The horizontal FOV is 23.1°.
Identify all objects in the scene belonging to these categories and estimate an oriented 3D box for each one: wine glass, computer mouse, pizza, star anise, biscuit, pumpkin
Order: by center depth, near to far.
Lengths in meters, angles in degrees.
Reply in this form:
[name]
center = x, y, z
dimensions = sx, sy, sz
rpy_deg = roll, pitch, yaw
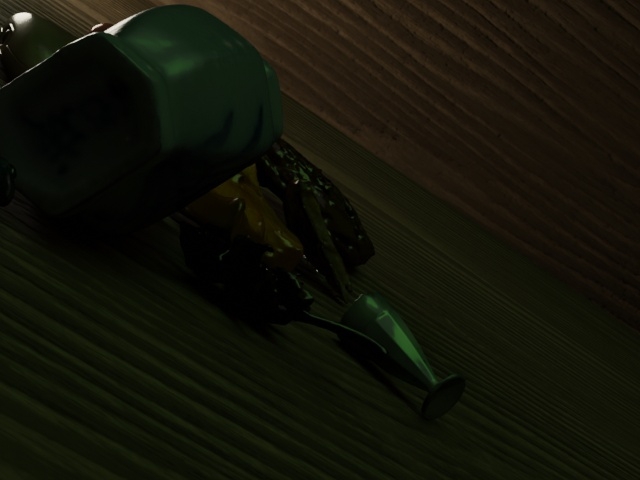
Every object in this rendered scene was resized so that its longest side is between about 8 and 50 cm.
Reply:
[star anise]
center = -0.055, 0.048, 1.611
dimensions = 0.234, 0.073, 0.177
rpy_deg = 22, -11, 39
[wine glass]
center = 0.090, 0.133, 1.778
dimensions = 0.155, 0.073, 0.073
rpy_deg = 46, 13, 32
[pumpkin]
center = -0.115, -0.069, 1.939
dimensions = 0.258, 0.095, 0.290
rpy_deg = 54, 17, 25
[computer mouse]
center = -0.337, -0.225, 1.989
dimensions = 0.145, 0.082, 0.236
rpy_deg = 31, 11, -24
[pizza]
center = 0.000, 0.000, 2.033
dimensions = 0.176, 0.036, 0.184
rpy_deg = 55, -14, 30
[biscuit]
center = -0.021, -0.072, 2.277
dimensions = 0.296, 0.075, 0.296
rpy_deg = 46, 4, -4

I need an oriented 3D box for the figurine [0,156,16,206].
[figurine]
center = -0.319, -0.077, 1.300
dimensions = 0.086, 0.087, 0.149
rpy_deg = -7, -25, 40

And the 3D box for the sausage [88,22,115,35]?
[sausage]
center = -0.316, -0.295, 2.501
dimensions = 0.154, 0.062, 0.062
rpy_deg = 43, 11, 35

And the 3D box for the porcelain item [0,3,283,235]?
[porcelain item]
center = -0.171, -0.120, 1.574
dimensions = 0.178, 0.242, 0.405
rpy_deg = 59, 15, 0
